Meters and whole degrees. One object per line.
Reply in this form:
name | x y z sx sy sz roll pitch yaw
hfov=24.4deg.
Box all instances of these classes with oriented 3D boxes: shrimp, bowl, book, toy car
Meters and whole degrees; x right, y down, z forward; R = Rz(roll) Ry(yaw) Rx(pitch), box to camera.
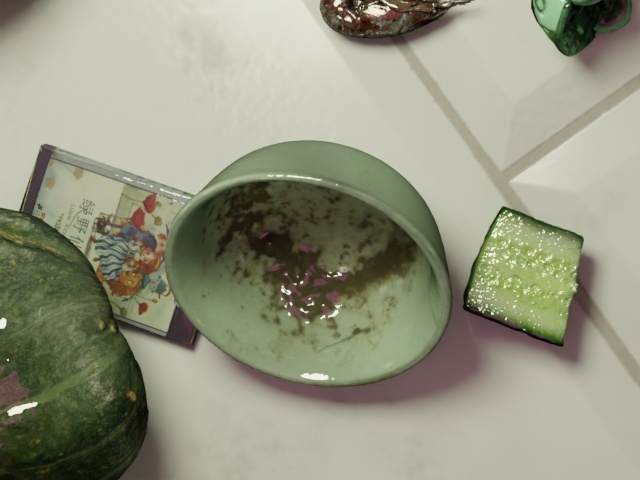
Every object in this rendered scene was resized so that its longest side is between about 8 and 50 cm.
shrimp | 0.081 -0.246 1.540 0.165 0.056 0.065 -9 84 6
bowl | 0.000 0.000 1.491 0.289 0.146 0.289 8 134 8
book | -0.222 0.004 1.606 0.231 0.026 0.157 19 94 8
toy car | 0.294 -0.336 1.471 0.125 0.136 0.306 36 98 21

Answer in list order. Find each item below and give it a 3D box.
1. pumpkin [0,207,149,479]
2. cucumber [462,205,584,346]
pumpkin | -0.337 0.133 1.508 0.257 0.291 0.328 -26 76 -32
cucumber | 0.214 0.037 1.525 0.115 0.062 0.116 21 87 6
